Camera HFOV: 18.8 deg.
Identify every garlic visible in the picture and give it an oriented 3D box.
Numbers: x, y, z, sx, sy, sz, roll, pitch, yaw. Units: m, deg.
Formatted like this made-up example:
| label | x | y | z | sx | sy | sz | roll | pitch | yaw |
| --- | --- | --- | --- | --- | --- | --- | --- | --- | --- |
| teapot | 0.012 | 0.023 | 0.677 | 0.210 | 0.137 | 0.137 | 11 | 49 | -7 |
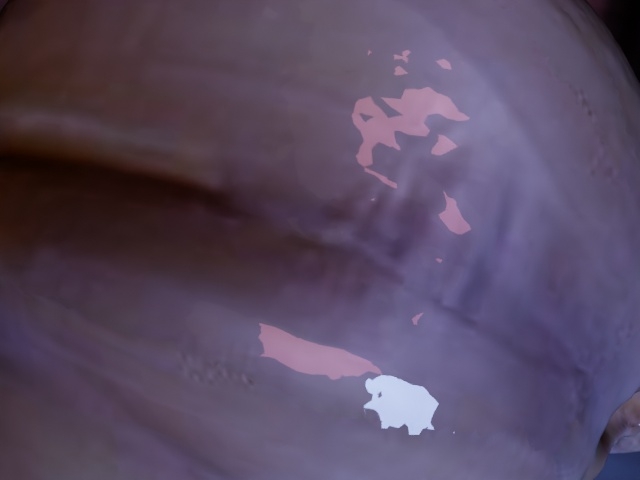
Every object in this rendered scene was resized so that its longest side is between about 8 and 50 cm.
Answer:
| label | x | y | z | sx | sy | sz | roll | pitch | yaw |
| --- | --- | --- | --- | --- | --- | --- | --- | --- | --- |
| garlic | 0.000 | 0.000 | 0.549 | 0.228 | 0.110 | 0.217 | 12 | 90 | 0 |
